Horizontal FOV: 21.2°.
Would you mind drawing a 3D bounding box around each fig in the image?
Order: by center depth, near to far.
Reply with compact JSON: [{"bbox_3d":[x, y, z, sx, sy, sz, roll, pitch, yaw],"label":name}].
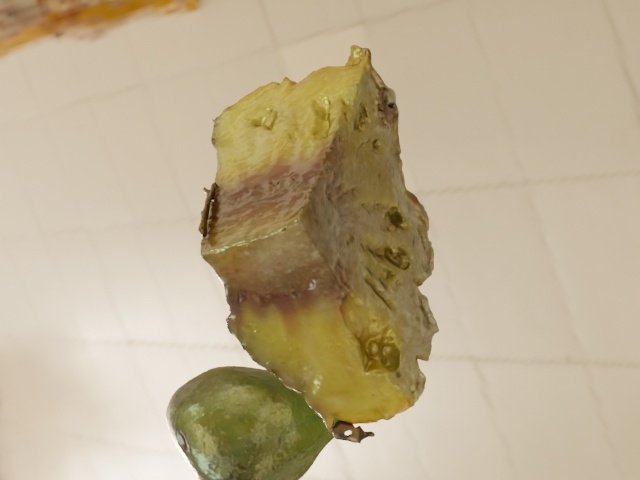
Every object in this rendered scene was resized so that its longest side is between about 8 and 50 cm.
[{"bbox_3d":[-0.047,0.154,1.467,0.123,0.156,0.123,61,176,7],"label":"fig"}]

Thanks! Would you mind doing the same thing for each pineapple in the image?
[{"bbox_3d":[0.000,0.000,1.036,0.114,0.186,0.236,-23,71,25],"label":"pineapple"}]
